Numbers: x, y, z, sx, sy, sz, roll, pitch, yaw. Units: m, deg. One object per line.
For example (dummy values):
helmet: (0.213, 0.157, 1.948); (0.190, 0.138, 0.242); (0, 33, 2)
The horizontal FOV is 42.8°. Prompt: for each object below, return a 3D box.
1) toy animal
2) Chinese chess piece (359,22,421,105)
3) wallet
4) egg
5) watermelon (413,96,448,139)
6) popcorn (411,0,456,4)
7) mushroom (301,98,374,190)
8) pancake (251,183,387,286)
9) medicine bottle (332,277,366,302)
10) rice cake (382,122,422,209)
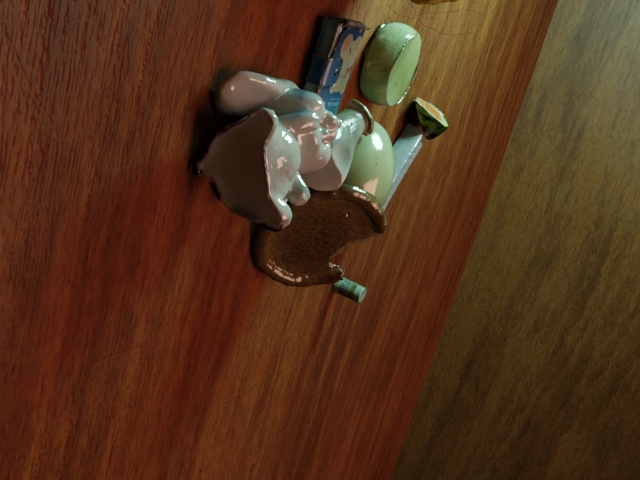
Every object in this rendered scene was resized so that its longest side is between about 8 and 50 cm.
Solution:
toy animal: (-0.087, -0.151, 1.383); (0.289, 0.174, 0.249); (-11, 109, -65)
Chinese chess piece: (0.159, -0.400, 1.859); (0.188, 0.083, 0.188); (-55, 160, -32)
wallet: (0.021, -0.336, 1.600); (0.141, 0.059, 0.202); (-26, 140, -65)
egg: (0.060, -0.140, 1.723); (0.253, 0.189, 0.188); (-67, 160, -12)
watermelon: (0.299, -0.341, 2.256); (0.063, 0.119, 0.245); (-29, 178, 21)
popcorn: (0.251, -0.641, 1.560); (0.349, 0.349, 0.381); (63, 14, -64)
mushroom: (0.024, -0.194, 1.589); (0.093, 0.116, 0.225); (-27, -153, 41)
pancake: (0.000, 0.000, 1.666); (0.286, 0.288, 0.033); (64, 11, -46)
medicine bottle: (0.078, 0.132, 2.202); (0.047, 0.083, 0.047); (-51, 154, -37)
rice cake: (0.175, -0.160, 2.168); (0.365, 0.073, 0.056); (-60, 156, -25)
